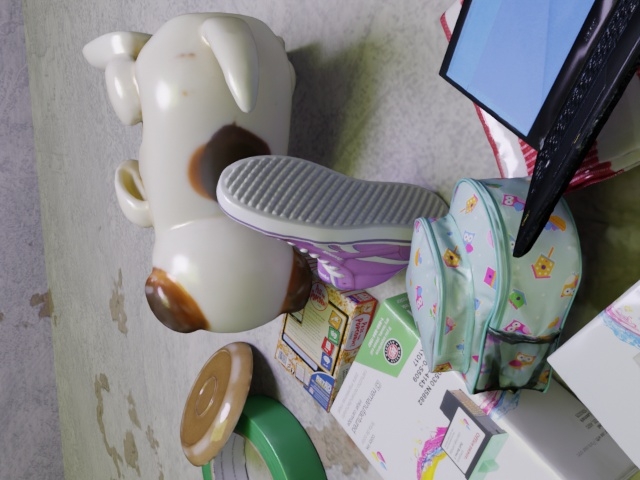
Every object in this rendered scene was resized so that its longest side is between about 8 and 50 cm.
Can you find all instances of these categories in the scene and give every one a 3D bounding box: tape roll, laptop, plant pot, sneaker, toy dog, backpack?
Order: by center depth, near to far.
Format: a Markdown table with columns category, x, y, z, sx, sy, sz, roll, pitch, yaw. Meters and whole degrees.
| category | x | y | z | sx | sy | sz | roll | pitch | yaw |
| --- | --- | --- | --- | --- | --- | --- | --- | --- | --- |
| laptop | 0.160 | -0.167 | 0.435 | 0.136 | 0.264 | 0.234 | 23 | 133 | 11 |
| backpack | 0.159 | 0.033 | 0.533 | 0.166 | 0.144 | 0.188 | -93 | 10 | -53 |
| sneaker | 0.000 | 0.001 | 0.655 | 0.161 | 0.282 | 0.102 | -53 | 36 | 43 |
| toy dog | -0.128 | -0.076 | 0.778 | 0.395 | 0.284 | 0.408 | 10 | 106 | 55 |
| tape roll | -0.110 | 0.450 | 1.029 | 0.321 | 0.077 | 0.321 | 13 | 107 | 49 |
| plant pot | -0.201 | 0.294 | 1.039 | 0.236 | 0.032 | 0.236 | -44 | 29 | 32 |

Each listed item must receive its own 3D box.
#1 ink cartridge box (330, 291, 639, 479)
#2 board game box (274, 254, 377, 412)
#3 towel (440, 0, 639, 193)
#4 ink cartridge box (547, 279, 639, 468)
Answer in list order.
| category | x | y | z | sx | sy | sz | roll | pitch | yaw |
| --- | --- | --- | --- | --- | --- | --- | --- | --- | --- |
| ink cartridge box | 0.161 | 0.216 | 0.629 | 0.278 | 0.117 | 0.201 | 45 | 129 | 34 |
| board game box | 0.001 | 0.141 | 0.861 | 0.147 | 0.045 | 0.193 | 36 | 123 | 41 |
| towel | 0.242 | -0.179 | 0.462 | 0.329 | 0.037 | 0.237 | -27 | 81 | 60 |
| ink cartridge box | 0.300 | 0.079 | 0.430 | 0.127 | 0.128 | 0.176 | 56 | 135 | 27 |
